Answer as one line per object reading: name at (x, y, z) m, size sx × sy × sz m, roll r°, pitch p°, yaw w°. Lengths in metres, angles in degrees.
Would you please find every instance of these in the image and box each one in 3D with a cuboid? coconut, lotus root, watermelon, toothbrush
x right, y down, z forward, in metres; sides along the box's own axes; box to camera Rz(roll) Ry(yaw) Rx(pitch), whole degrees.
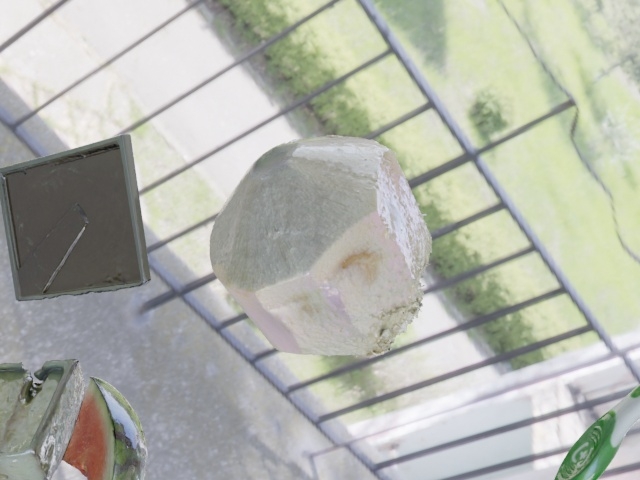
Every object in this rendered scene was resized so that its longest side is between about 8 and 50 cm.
coconut at (0.000, 0.000, 1.222) m, size 0.309 × 0.297 × 0.297 m, roll 57°, pitch 27°, yaw -42°
lotus root at (-0.343, 0.193, 0.874) m, size 0.138 × 0.235 × 0.119 m, roll 67°, pitch 20°, yaw -45°
watermelon at (-0.310, 0.319, 1.341) m, size 0.137 × 0.145 × 0.193 m, roll -37°, pitch 127°, yaw -32°
toothbrush at (0.165, 0.124, 0.517) m, size 0.030 × 0.304 × 0.030 m, roll 46°, pitch 6°, yaw -6°

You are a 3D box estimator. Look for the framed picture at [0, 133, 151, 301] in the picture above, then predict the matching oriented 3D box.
framed picture at (-0.331, -0.022, 1.155) m, size 0.018 × 0.265 × 0.192 m, roll -7°, pitch 90°, yaw -55°
